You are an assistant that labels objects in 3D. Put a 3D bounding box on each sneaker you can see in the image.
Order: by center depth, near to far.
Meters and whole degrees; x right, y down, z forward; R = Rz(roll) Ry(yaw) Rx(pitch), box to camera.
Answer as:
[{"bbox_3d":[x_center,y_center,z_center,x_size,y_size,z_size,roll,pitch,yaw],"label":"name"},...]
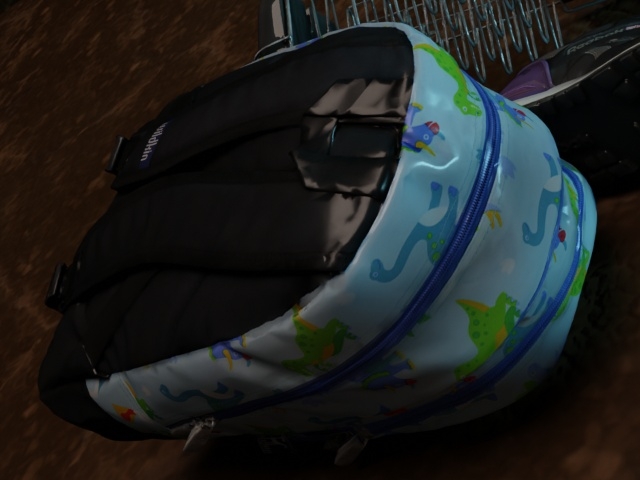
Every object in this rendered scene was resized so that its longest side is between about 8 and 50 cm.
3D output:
[{"bbox_3d":[0.224,-0.114,0.904,0.283,0.107,0.124,-11,36,45],"label":"sneaker"}]

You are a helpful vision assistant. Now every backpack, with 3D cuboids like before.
[{"bbox_3d":[0.000,0.000,0.901,0.355,0.273,0.290,-38,27,60],"label":"backpack"}]

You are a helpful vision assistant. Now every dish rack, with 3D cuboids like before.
[{"bbox_3d":[0.103,-0.170,1.050,0.272,0.208,0.074,-17,73,25],"label":"dish rack"}]
